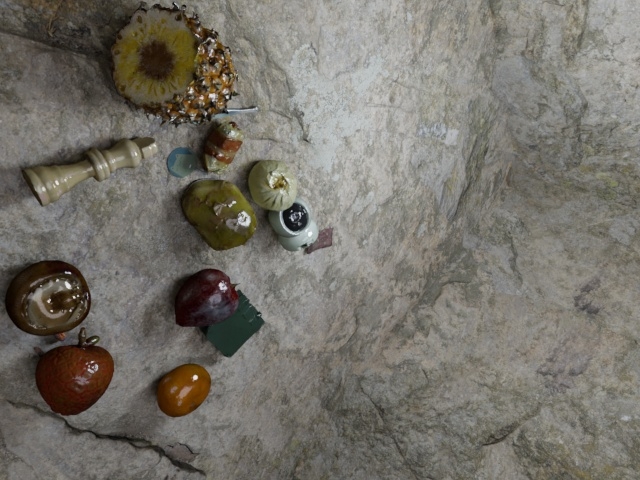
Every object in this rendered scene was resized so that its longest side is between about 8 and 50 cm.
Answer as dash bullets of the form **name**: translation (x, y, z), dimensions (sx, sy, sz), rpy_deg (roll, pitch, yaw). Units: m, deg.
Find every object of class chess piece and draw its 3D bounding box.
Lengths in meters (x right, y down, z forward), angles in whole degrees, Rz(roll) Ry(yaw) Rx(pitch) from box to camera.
- **chess piece**: translation (-0.696, -0.239, 1.447), dimensions (0.397, 0.117, 0.117), rpy_deg (-32, 132, -31)

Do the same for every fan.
- **fan**: translation (-0.484, -0.276, 1.711), dimensions (0.175, 0.005, 0.113), rpy_deg (22, 95, -47)
- **fan**: translation (-0.353, -0.471, 1.723), dimensions (0.282, 0.023, 0.057), rpy_deg (-17, 121, -37)

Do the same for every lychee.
- **lychee**: translation (-0.841, 0.449, 1.595), dimensions (0.255, 0.255, 0.300), rpy_deg (10, 77, -47)

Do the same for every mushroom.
- **mushroom**: translation (-0.863, 0.185, 1.480), dimensions (0.253, 0.153, 0.253), rpy_deg (-15, 113, -39)

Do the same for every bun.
- **bun**: translation (-0.189, -0.228, 1.884), dimensions (0.222, 0.127, 0.222), rpy_deg (2, 81, -14)

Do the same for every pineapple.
- **pineapple**: translation (-0.420, -0.501, 1.393), dimensions (0.352, 0.352, 0.300), rpy_deg (-66, 163, 7)

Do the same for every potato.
- **potato**: translation (-0.372, -0.097, 1.788), dimensions (0.246, 0.196, 0.299), rpy_deg (-50, 136, -14)

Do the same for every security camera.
- **security camera**: translation (-0.129, -0.092, 2.043), dimensions (0.194, 0.194, 0.236), rpy_deg (-41, 130, -21)

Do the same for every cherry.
- **cherry**: translation (-0.462, 0.237, 1.877), dimensions (0.300, 0.203, 0.230), rpy_deg (-35, 141, -15)

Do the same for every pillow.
- **pillow**: translation (0.000, 0.000, 2.325), dimensions (0.185, 0.043, 0.118), rpy_deg (-17, 121, -38)

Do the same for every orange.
- **orange**: translation (-0.591, 0.639, 1.997), dimensions (0.240, 0.171, 0.240), rpy_deg (-31, 139, -31)

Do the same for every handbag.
- **handbag**: translation (-0.399, 0.377, 2.114), dimensions (0.260, 0.079, 0.247), rpy_deg (-44, 137, -19)

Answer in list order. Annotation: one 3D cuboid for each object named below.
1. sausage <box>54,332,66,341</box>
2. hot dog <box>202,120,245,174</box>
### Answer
- **sausage**: translation (-0.910, 0.303, 1.590), dimensions (0.034, 0.034, 0.129), rpy_deg (-35, 133, -26)
- **hot dog**: translation (-0.370, -0.346, 1.723), dimensions (0.213, 0.103, 0.146), rpy_deg (-54, 161, 6)
